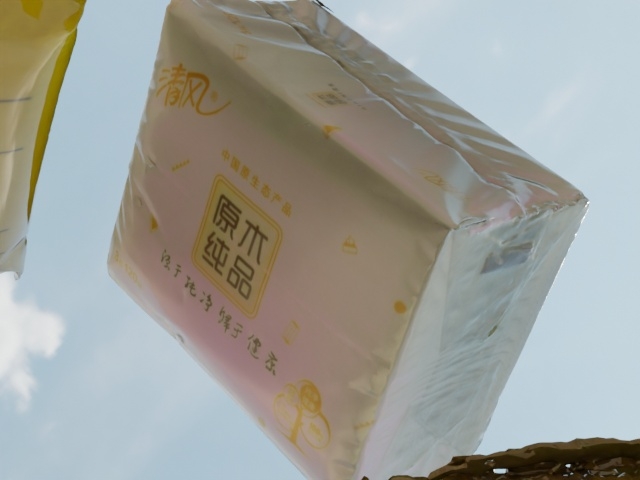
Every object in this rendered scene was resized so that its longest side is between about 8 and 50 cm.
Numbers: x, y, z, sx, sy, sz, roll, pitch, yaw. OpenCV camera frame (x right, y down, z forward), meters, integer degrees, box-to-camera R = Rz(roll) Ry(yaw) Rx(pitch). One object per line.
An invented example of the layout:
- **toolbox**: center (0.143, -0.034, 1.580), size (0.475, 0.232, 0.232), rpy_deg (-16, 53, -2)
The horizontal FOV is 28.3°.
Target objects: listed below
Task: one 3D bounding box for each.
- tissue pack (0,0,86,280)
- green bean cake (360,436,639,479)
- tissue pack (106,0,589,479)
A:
- **tissue pack**: center (-0.299, -0.111, 0.484), size (0.381, 0.293, 0.228), rpy_deg (-4, -111, -20)
- **green bean cake**: center (0.120, 0.176, 0.428), size (0.229, 0.131, 0.224), rpy_deg (-2, -151, -4)
- **tissue pack**: center (0.000, 0.000, 0.681), size (0.225, 0.124, 0.185), rpy_deg (41, -55, 34)
